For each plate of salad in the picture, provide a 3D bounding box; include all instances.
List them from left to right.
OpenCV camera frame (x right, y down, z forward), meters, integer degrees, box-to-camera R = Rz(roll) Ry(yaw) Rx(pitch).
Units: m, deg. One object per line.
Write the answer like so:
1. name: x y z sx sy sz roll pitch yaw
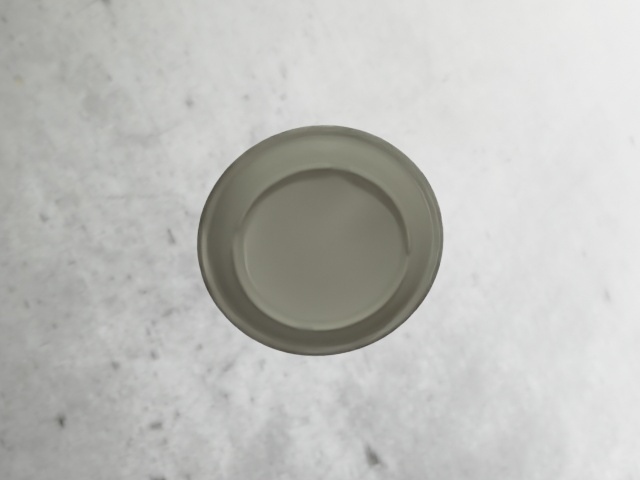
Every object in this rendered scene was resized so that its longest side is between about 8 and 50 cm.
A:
1. plate of salad: 0.000 0.000 1.025 0.200 0.200 0.048 53 9 -20
